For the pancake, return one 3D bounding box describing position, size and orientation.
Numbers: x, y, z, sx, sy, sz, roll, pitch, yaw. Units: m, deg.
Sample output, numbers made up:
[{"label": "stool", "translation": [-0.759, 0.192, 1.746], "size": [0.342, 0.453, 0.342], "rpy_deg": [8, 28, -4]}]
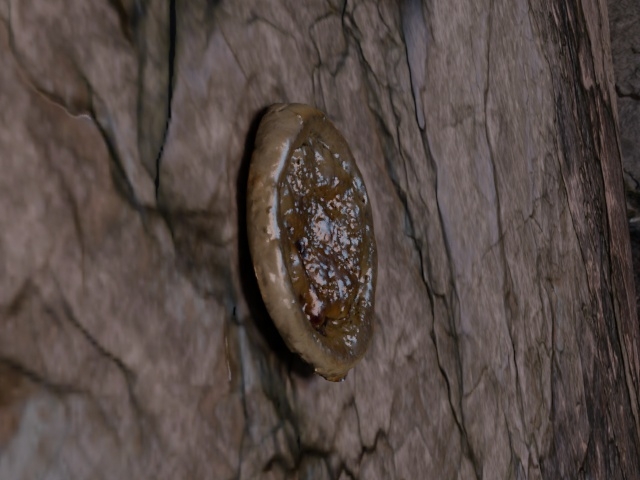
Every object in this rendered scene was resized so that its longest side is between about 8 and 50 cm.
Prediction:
[{"label": "pancake", "translation": [-0.001, 0.000, 0.586], "size": [0.152, 0.025, 0.151], "rpy_deg": [-8, 90, -70]}]
